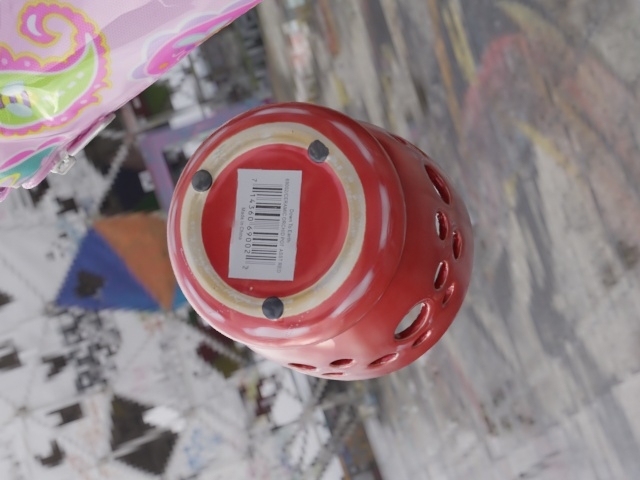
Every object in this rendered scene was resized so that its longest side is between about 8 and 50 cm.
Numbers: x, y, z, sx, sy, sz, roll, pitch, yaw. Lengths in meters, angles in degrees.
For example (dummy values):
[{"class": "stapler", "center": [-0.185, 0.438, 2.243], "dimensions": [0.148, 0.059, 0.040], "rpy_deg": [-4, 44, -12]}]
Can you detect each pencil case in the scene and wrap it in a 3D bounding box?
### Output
[{"class": "pencil case", "center": [-0.085, -0.134, 0.714], "dimensions": [0.124, 0.284, 0.124], "rpy_deg": [50, -162, -22]}]

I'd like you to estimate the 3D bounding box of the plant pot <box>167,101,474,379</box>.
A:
[{"class": "plant pot", "center": [0.000, 0.000, 1.043], "dimensions": [0.191, 0.191, 0.174], "rpy_deg": [71, -167, 14]}]
